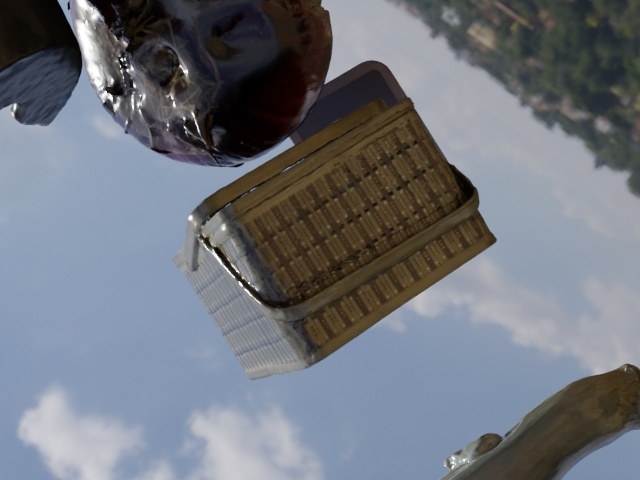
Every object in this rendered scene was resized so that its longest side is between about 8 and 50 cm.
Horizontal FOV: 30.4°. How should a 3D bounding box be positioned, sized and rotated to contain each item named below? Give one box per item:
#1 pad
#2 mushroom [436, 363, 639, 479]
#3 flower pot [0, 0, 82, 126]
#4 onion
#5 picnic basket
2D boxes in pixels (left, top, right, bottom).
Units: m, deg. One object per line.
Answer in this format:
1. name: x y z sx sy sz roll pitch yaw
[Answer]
1. pad: 0.078 -0.110 1.649 0.266 0.176 0.002 55 -159 -18
2. mushroom: 0.183 0.205 1.044 0.096 0.278 0.099 54 171 -25
3. flower pot: -0.391 -0.201 1.123 0.251 0.379 0.379 49 -166 6
4. onion: -0.123 -0.234 1.251 0.314 0.314 0.232 37 -145 9
5. picnic basket: 0.000 0.000 1.149 0.175 0.228 0.313 58 164 0
